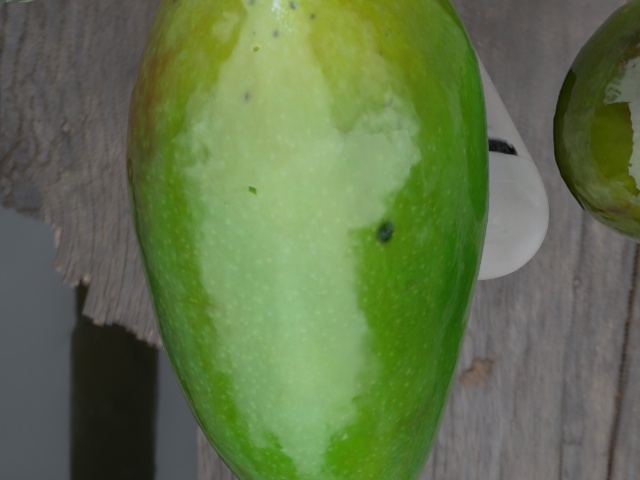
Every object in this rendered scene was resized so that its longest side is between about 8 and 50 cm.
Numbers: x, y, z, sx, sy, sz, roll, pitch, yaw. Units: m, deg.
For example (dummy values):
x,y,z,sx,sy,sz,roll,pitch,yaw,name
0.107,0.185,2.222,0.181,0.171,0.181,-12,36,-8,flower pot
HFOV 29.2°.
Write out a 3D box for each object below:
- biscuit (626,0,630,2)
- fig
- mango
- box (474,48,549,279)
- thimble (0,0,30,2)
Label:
x,y,z,sx,sy,sz,roll,pitch,yaw,name
0.362,-0.341,1.031,0.287,0.057,0.343,-36,148,-6,biscuit
0.247,-0.082,0.854,0.181,0.191,0.181,1,85,-11,fig
0.000,0.000,0.712,0.201,0.225,0.382,-5,115,7,mango
0.067,-0.120,1.209,0.289,0.349,0.141,4,144,-42,box
-0.147,-0.144,0.521,0.062,0.110,0.084,-8,88,-36,thimble
